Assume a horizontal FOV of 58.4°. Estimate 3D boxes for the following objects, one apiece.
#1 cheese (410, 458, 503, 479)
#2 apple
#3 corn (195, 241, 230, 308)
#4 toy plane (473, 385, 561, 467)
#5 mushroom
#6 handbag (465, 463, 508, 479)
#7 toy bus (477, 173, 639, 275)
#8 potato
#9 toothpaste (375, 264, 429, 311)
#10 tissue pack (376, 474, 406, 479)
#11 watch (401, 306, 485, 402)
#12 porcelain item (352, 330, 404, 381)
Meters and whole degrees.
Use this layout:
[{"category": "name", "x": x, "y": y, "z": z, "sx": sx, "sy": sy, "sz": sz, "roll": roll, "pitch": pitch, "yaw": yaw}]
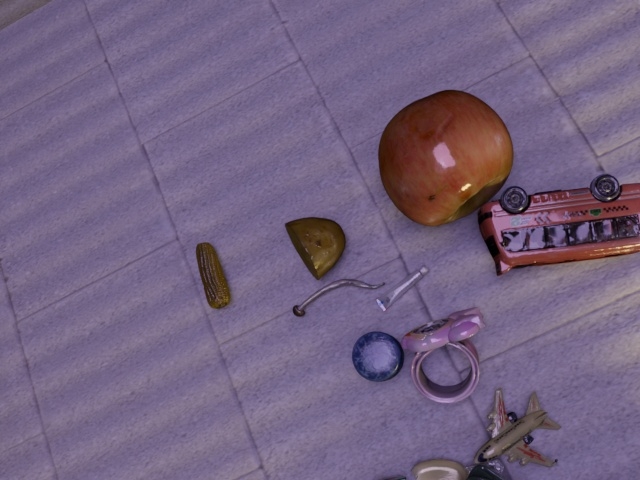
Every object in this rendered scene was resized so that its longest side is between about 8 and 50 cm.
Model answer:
[{"category": "cheese", "x": 0.390, "y": 0.664, "z": 1.615, "sx": 0.251, "sy": 0.054, "sz": 0.127, "roll": -19, "pitch": 78, "yaw": 7}, {"category": "apple", "x": 0.358, "y": -0.245, "z": 1.660, "sx": 0.391, "sy": 0.391, "sz": 0.347, "roll": -31, "pitch": 72, "yaw": 4}, {"category": "corn", "x": -0.356, "y": 0.114, "z": 1.894, "sx": 0.080, "sy": 0.080, "sz": 0.231, "roll": -21, "pitch": 72, "yaw": 7}, {"category": "toy plane", "x": 0.529, "y": 0.538, "z": 1.584, "sx": 0.256, "sy": 0.104, "sz": 0.242, "roll": -34, "pitch": 75, "yaw": -1}, {"category": "mushroom", "x": 0.051, "y": 0.164, "z": 1.814, "sx": 0.306, "sy": 0.043, "sz": 0.068, "roll": -23, "pitch": 91, "yaw": 5}, {"category": "handbag", "x": 0.466, "y": 0.756, "z": 1.501, "sx": 0.260, "sy": 0.079, "sz": 0.248, "roll": 29, "pitch": 113, "yaw": 24}, {"category": "toy bus", "x": 0.680, "y": -0.039, "z": 1.636, "sx": 0.426, "sy": 0.203, "sz": 0.233, "roll": -8, "pitch": 81, "yaw": 8}, {"category": "potato", "x": 0.000, "y": 0.000, "z": 1.803, "sx": 0.158, "sy": 0.178, "sz": 0.203, "roll": -33, "pitch": 57, "yaw": -13}, {"category": "toothpaste", "x": 0.256, "y": 0.143, "z": 1.776, "sx": 0.190, "sy": 0.031, "sz": 0.048, "roll": -39, "pitch": 75, "yaw": 5}, {"category": "tissue pack", "x": 0.199, "y": 0.735, "z": 1.631, "sx": 0.085, "sy": 0.079, "sz": 0.111, "roll": -2, "pitch": 76, "yaw": -24}, {"category": "watch", "x": 0.375, "y": 0.333, "z": 1.643, "sx": 0.248, "sy": 0.211, "sz": 0.218, "roll": -21, "pitch": 92, "yaw": 15}, {"category": "porcelain item", "x": 0.172, "y": 0.345, "z": 1.703, "sx": 0.147, "sy": 0.114, "sz": 0.147, "roll": -3, "pitch": 76, "yaw": 13}]
